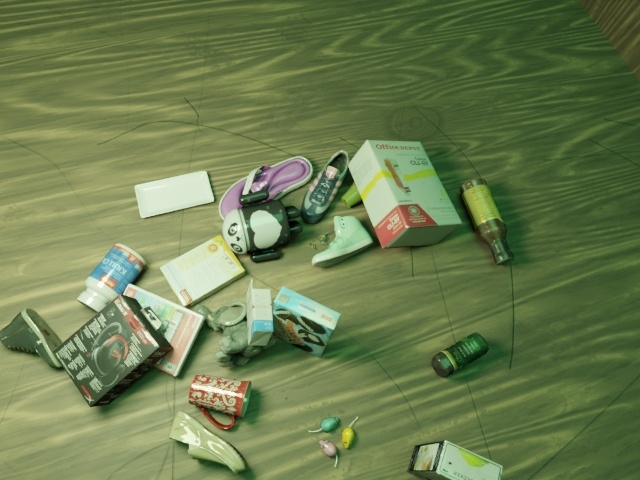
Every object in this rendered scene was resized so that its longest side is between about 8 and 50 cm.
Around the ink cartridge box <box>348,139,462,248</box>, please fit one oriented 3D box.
[{"bbox_3d":[0.306,-0.179,1.768,0.280,0.160,0.384,-5,62,-32],"label":"ink cartridge box"}]

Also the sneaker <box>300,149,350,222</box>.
[{"bbox_3d":[0.018,-0.216,1.816,0.112,0.131,0.318,24,65,5],"label":"sneaker"}]

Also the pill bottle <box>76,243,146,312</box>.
[{"bbox_3d":[-0.696,0.130,1.578,0.124,0.124,0.221,26,65,7],"label":"pill bottle"}]

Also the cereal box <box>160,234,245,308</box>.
[{"bbox_3d":[-0.410,0.107,1.661,0.240,0.047,0.173,-30,71,-18],"label":"cereal box"}]

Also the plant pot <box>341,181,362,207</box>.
[{"bbox_3d":[0.126,-0.170,1.840,0.079,0.083,0.083,-39,74,-9],"label":"plant pot"}]

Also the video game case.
[{"bbox_3d":[-0.540,0.285,1.532,0.286,0.025,0.203,21,79,11],"label":"video game case"}]

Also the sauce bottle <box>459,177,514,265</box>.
[{"bbox_3d":[0.643,-0.071,1.827,0.112,0.111,0.344,-10,68,-11],"label":"sauce bottle"}]

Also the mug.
[{"bbox_3d":[-0.313,0.488,1.456,0.170,0.113,0.150,11,62,3],"label":"mug"}]

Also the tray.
[{"bbox_3d":[-0.548,-0.171,1.791,0.271,0.030,0.145,-15,66,-12],"label":"tray"}]

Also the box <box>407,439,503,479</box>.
[{"bbox_3d":[0.372,0.650,1.348,0.169,0.290,0.087,23,65,6],"label":"box"}]

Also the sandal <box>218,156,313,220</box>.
[{"bbox_3d":[-0.213,-0.216,1.807,0.416,0.102,0.169,-37,73,-20],"label":"sandal"}]

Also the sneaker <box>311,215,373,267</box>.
[{"bbox_3d":[0.052,-0.003,1.736,0.256,0.094,0.151,-23,74,-26],"label":"sneaker"}]

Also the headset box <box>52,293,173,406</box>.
[{"bbox_3d":[-0.621,0.325,1.459,0.293,0.110,0.218,-42,75,-5],"label":"headset box"}]

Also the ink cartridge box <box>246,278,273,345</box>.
[{"bbox_3d":[-0.188,0.219,1.458,0.060,0.104,0.180,5,52,-18],"label":"ink cartridge box"}]

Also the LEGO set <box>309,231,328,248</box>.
[{"bbox_3d":[-0.002,-0.001,1.775,0.083,0.023,0.054,-25,67,-3],"label":"LEGO set"}]

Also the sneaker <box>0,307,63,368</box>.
[{"bbox_3d":[-0.901,0.334,1.496,0.118,0.083,0.222,-40,81,-2],"label":"sneaker"}]

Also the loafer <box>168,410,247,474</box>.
[{"bbox_3d":[-0.336,0.612,1.403,0.269,0.101,0.092,29,66,18],"label":"loafer"}]

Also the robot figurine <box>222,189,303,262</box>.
[{"bbox_3d":[-0.207,-0.049,1.688,0.279,0.173,0.209,-13,67,-12],"label":"robot figurine"}]

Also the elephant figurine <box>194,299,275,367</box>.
[{"bbox_3d":[-0.285,0.274,1.547,0.186,0.169,0.239,10,42,-33],"label":"elephant figurine"}]

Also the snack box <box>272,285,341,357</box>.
[{"bbox_3d":[-0.055,0.262,1.471,0.187,0.321,0.060,25,62,6],"label":"snack box"}]

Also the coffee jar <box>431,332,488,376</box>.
[{"bbox_3d":[0.464,0.385,1.593,0.185,0.096,0.079,-25,66,-17],"label":"coffee jar"}]

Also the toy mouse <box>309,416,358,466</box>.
[{"bbox_3d":[0.033,0.607,1.476,0.143,0.031,0.160,16,64,2],"label":"toy mouse"}]
